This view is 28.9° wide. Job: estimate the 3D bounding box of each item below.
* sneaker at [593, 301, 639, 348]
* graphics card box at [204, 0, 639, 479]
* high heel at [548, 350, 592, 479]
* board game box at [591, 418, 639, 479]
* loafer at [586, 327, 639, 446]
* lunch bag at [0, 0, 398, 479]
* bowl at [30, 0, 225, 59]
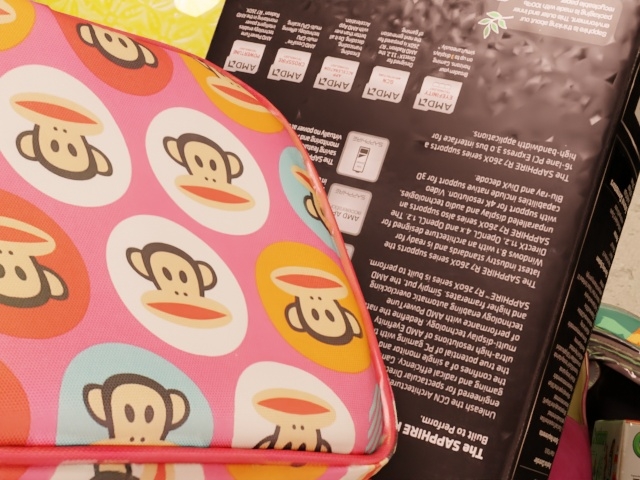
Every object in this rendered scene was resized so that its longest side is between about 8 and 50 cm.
[{"bbox_3d":[0.328,0.142,1.206,0.302,0.108,0.121,23,6,0],"label":"sneaker"},{"bbox_3d":[0.041,-0.035,0.651,0.233,0.370,0.094,14,-7,26],"label":"graphics card box"},{"bbox_3d":[0.136,0.077,0.869,0.127,0.181,0.377,15,2,2],"label":"high heel"},{"bbox_3d":[0.346,0.165,0.844,0.305,0.053,0.193,6,-8,7],"label":"board game box"},{"bbox_3d":[0.252,0.142,1.077,0.303,0.109,0.095,17,8,28],"label":"loafer"},{"bbox_3d":[-0.108,0.028,0.469,0.293,0.120,0.258,13,43,-41],"label":"lunch bag"},{"bbox_3d":[-0.062,-0.177,0.868,0.290,0.156,0.289,8,38,-6],"label":"bowl"}]
